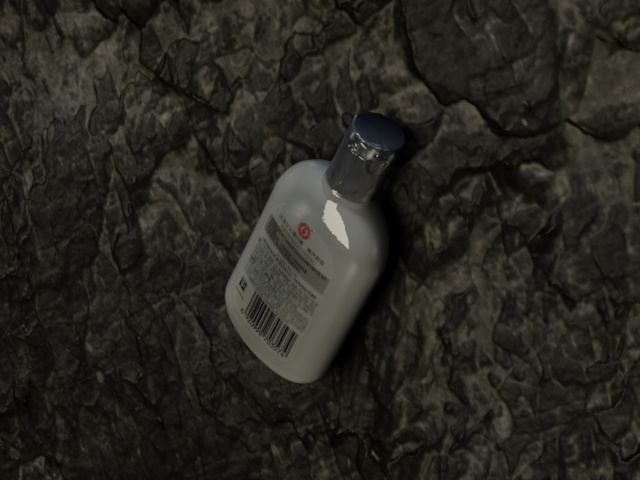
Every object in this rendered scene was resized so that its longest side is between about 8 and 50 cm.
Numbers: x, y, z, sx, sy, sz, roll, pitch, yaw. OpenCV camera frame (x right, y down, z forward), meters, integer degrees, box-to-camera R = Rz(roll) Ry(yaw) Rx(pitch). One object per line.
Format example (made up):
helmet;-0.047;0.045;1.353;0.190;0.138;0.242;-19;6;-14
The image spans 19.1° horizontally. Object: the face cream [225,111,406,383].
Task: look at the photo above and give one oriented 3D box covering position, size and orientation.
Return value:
face cream;0.000;0.000;1.786;0.144;0.071;0.291;46;134;24
